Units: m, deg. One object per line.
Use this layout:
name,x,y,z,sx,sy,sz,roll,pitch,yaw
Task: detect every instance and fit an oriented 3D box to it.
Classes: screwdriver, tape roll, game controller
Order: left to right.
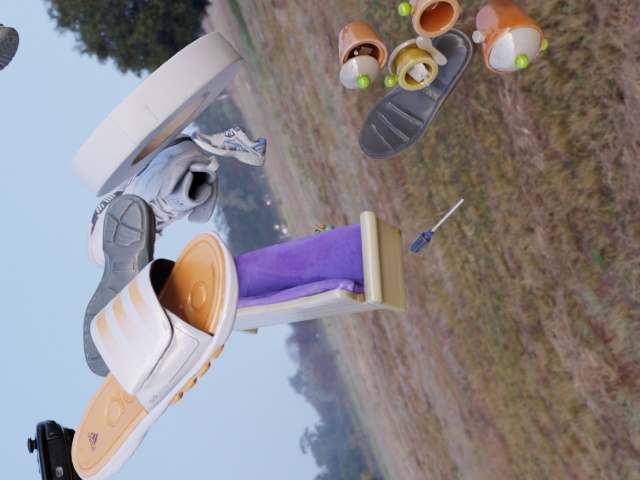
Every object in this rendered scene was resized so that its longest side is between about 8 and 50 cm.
game controller,-0.318,0.391,0.783,0.166,0.067,0.319,-58,45,43
tape roll,-0.306,-0.236,1.194,0.072,0.392,0.392,47,-173,-10
screwdriver,0.204,-0.024,1.116,0.024,0.025,0.170,56,147,15

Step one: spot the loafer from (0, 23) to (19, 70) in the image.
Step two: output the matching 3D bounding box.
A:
loafer,-0.732,-0.365,1.288,0.087,0.251,0.094,50,-179,0

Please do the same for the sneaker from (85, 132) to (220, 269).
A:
sneaker,-0.363,-0.069,1.376,0.137,0.365,0.210,43,172,-38

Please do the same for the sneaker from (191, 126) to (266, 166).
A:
sneaker,-0.155,-0.173,1.089,0.052,0.135,0.058,43,117,63

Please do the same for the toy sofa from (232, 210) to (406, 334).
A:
toy sofa,-0.047,0.062,1.086,0.177,0.363,0.150,22,-119,-50

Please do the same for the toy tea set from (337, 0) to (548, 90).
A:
toy tea set,0.194,-0.302,0.974,0.200,0.336,0.124,47,-157,-53

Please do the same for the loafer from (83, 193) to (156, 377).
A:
loafer,-0.283,0.068,0.941,0.084,0.096,0.267,48,-132,-77

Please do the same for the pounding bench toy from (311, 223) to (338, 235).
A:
pounding bench toy,0.000,0.000,1.254,0.052,0.083,0.065,27,106,47

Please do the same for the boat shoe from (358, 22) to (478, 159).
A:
boat shoe,0.194,-0.279,1.211,0.111,0.307,0.104,43,-145,-2

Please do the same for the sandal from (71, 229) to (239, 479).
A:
sandal,-0.164,0.106,0.536,0.076,0.265,0.102,22,-163,-46
